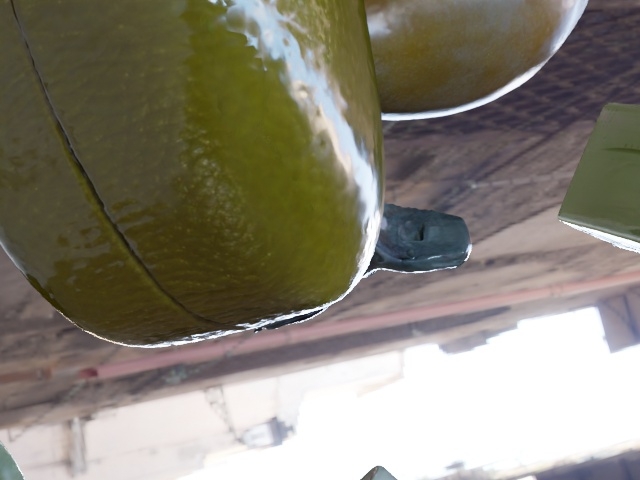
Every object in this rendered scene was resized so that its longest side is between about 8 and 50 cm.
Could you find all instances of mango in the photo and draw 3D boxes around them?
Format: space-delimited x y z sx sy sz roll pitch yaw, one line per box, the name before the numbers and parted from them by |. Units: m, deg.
mango | 0.094 -0.212 0.986 0.221 0.384 0.199 27 -47 42

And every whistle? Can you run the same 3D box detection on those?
whistle | 0.000 0.000 1.269 0.189 0.348 0.189 -8 90 -79

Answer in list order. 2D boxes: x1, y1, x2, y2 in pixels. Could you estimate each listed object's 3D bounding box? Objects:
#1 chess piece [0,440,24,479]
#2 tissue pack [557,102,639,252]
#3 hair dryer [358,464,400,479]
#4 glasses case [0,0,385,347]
chess piece | -0.310 0.213 0.646 0.144 0.251 0.144 20 -41 18
tissue pack | 0.390 -0.061 1.200 0.159 0.125 0.234 -68 -160 3
hair dryer | 0.116 0.312 1.028 0.203 0.128 0.362 41 -20 4
glasses case | -0.067 -0.148 0.421 0.141 0.173 0.371 -16 -98 28
